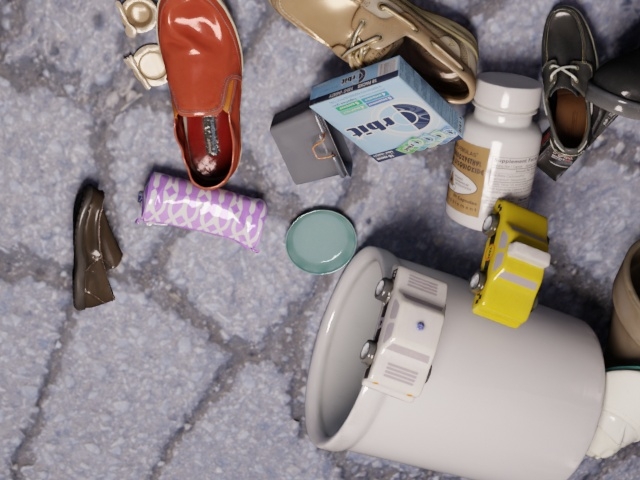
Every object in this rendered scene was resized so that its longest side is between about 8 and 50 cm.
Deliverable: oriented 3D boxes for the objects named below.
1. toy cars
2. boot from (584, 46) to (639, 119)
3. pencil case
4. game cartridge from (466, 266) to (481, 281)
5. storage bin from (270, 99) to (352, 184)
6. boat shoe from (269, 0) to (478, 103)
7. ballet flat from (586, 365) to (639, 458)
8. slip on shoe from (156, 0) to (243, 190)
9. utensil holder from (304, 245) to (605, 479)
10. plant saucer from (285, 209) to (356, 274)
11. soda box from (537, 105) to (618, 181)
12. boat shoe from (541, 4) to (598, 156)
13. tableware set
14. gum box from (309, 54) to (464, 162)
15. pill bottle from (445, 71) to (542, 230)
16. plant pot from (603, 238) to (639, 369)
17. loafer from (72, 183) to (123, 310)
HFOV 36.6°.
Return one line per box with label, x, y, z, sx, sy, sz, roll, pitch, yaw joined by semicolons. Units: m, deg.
toy cars;0.209;0.075;1.380;0.394;0.087;0.176;-30;88;-24
boot;0.569;-0.403;1.375;0.367;0.146;0.444;-10;123;-33
pencil case;-0.187;-0.046;1.531;0.206;0.086;0.088;13;79;-10
game cartridge;0.276;0.088;1.682;0.056;0.017;0.083;18;111;-10
storage bin;-0.017;-0.150;1.505;0.091;0.098;0.135;-19;116;14
boat shoe;0.083;-0.301;1.410;0.341;0.110;0.121;18;138;-15
ballet flat;0.438;0.307;1.607;0.139;0.400;0.139;5;74;-18
slip on shoe;-0.174;-0.223;1.428;0.123;0.101;0.331;-3;121;0
utensil holder;0.210;0.218;1.569;0.386;0.327;0.327;17;112;-15
plant saucer;0.000;0.000;1.609;0.120;0.021;0.119;-2;116;-5
soda box;0.409;-0.179;1.547;0.053;0.060;0.169;37;106;-16
boat shoe;0.379;-0.244;1.473;0.084;0.079;0.232;-2;93;20
tableware set;-0.220;-0.308;1.445;0.169;0.020;0.141;-16;115;2
gum box;0.101;-0.191;1.443;0.157;0.041;0.184;-14;148;35
pill bottle;0.275;-0.140;1.513;0.131;0.131;0.229;3;114;-7
plant pot;0.611;0.190;1.632;0.323;0.323;0.280;8;131;-9
loafer;-0.357;0.010;1.554;0.079;0.080;0.220;0;120;-17
